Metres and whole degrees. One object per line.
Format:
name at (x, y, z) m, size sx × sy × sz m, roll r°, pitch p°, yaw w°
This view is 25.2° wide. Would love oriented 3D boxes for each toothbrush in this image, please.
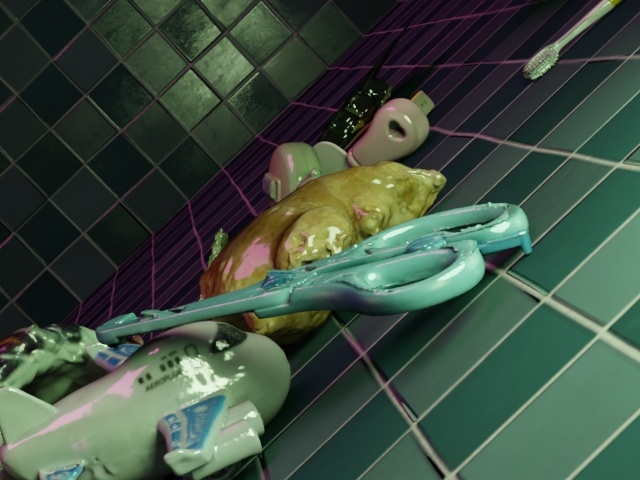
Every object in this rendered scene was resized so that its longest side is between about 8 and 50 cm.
toothbrush at (0.334, -0.276, 1.567) m, size 0.288 × 0.021 × 0.024 m, roll -42°, pitch 20°, yaw 10°

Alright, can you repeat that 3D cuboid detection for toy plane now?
toy plane at (-0.151, 0.147, 1.254) m, size 0.267 × 0.122 × 0.267 m, roll -9°, pitch 22°, yaw 4°

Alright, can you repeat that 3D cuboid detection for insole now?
insole at (0.040, -0.125, 1.970) m, size 0.153 × 0.002 × 0.053 m, roll -44°, pitch 10°, yaw 6°

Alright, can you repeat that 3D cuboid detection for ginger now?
ginger at (0.000, 0.000, 1.425) m, size 0.270 × 0.123 × 0.219 m, roll -43°, pitch 7°, yaw 1°

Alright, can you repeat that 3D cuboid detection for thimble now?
thimble at (-0.261, 0.198, 1.389) m, size 0.150 × 0.237 × 0.237 m, roll -28°, pitch 17°, yaw 44°

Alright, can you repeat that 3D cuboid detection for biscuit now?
biscuit at (-0.143, 0.054, 1.857) m, size 0.203 × 0.016 × 0.144 m, roll 132°, pitch 153°, yaw -87°

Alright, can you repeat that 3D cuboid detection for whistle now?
whistle at (-0.020, -0.056, 1.837) m, size 0.067 × 0.126 × 0.258 m, roll -6°, pitch 14°, yaw -18°

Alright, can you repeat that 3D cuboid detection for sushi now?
sushi at (0.063, -0.199, 2.286) m, size 0.290 × 0.050 × 0.264 m, roll -53°, pitch -1°, yaw -37°

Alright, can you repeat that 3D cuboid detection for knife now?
knife at (0.023, -0.098, 1.894) m, size 0.336 × 0.081 × 0.043 m, roll -33°, pitch 8°, yaw 48°

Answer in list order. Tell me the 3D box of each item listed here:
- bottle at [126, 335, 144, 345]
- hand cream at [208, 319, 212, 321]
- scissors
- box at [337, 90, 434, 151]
bottle at (-0.298, 0.206, 1.737) m, size 0.236 × 0.147 × 0.147 m, roll -38°, pitch 7°, yaw -16°
hand cream at (-0.090, 0.064, 1.770) m, size 0.120 × 0.061 × 0.270 m, roll -37°, pitch 18°, yaw 16°
scissors at (-0.017, 0.036, 1.166) m, size 0.393 × 0.032 × 0.180 m, roll -13°, pitch 14°, yaw 24°
box at (0.059, -0.127, 2.015) m, size 0.132 × 0.034 × 0.235 m, roll -48°, pitch 11°, yaw -26°
